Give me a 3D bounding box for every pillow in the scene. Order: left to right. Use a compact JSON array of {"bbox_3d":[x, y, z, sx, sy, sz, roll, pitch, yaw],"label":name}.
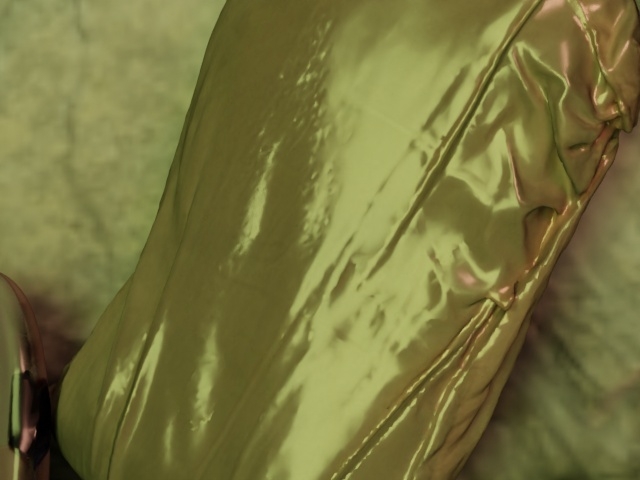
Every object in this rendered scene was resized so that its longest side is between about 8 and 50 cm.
[{"bbox_3d":[0.000,0.000,0.662,0.173,0.067,0.270,30,97,29],"label":"pillow"}]

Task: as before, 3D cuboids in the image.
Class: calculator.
[{"bbox_3d":[-0.132,0.093,0.715,0.103,0.024,0.165,3,88,51],"label":"calculator"}]
